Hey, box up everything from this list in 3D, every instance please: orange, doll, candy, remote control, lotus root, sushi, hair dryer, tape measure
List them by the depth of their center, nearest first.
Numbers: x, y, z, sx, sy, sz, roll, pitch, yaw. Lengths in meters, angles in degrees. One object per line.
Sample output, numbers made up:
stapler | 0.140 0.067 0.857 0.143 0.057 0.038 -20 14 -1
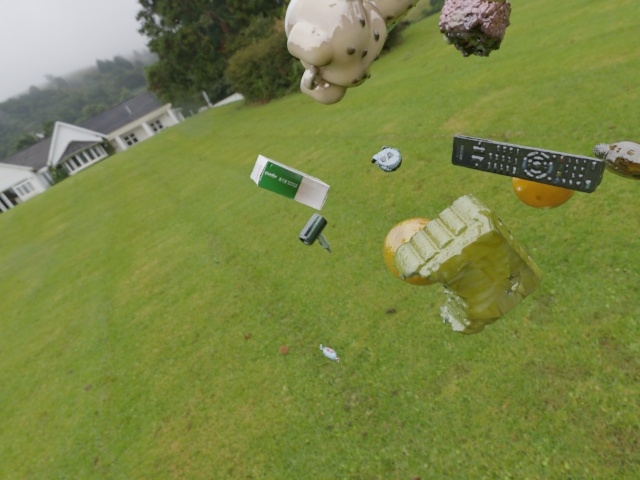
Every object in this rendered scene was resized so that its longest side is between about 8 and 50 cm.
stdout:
doll | 0.061 -0.308 0.570 0.278 0.119 0.154 -50 -16 -18
remote control | 0.344 -0.137 0.727 0.245 0.063 0.025 22 46 33
orange | 0.598 -0.159 1.130 0.156 0.156 0.124 -3 47 52
lotus root | 0.967 -0.255 1.326 0.210 0.120 0.120 31 54 23
orange | 0.314 0.036 1.355 0.236 0.236 0.236 -26 20 10
candy | 0.029 0.362 1.368 0.083 0.030 0.020 29 44 32
hair dryer | 0.000 0.000 1.432 0.057 0.197 0.100 24 73 35
tape measure | 0.239 -0.285 1.488 0.091 0.054 0.094 -46 54 -5
sushi | 0.561 -0.793 1.564 0.237 0.170 0.270 11 2 38

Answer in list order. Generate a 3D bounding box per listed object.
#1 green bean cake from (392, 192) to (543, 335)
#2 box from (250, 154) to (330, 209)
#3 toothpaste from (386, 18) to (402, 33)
green bean cake | 0.298 0.061 0.862 0.233 0.236 0.124 -42 21 16
box | -0.088 -0.165 1.198 0.081 0.199 0.135 -68 21 10
toothpaste | 0.216 -0.681 1.304 0.041 0.064 0.218 -61 17 -6
